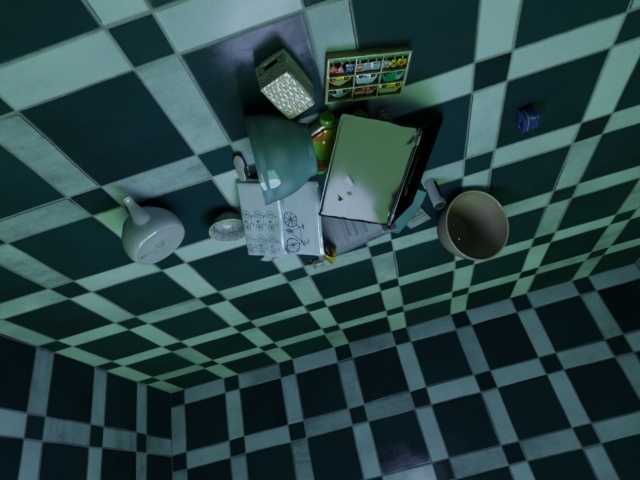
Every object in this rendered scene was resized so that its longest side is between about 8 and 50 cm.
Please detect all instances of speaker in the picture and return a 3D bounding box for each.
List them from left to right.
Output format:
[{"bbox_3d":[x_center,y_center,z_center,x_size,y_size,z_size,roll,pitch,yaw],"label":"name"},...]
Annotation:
[{"bbox_3d":[0.507,-0.206,1.919,0.055,0.136,0.055,-9,148,-6],"label":"speaker"}]

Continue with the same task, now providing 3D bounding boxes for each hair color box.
[{"bbox_3d":[0.127,-0.063,1.863,0.374,0.186,0.113,-26,169,41],"label":"hair color box"}]

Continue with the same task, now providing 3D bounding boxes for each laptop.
[{"bbox_3d":[0.225,-0.274,1.579,0.408,0.236,0.382,-38,149,-51],"label":"laptop"}]

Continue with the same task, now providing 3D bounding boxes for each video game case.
[{"bbox_3d":[0.466,-0.118,2.158,0.119,0.015,0.166,-29,146,24],"label":"video game case"}]

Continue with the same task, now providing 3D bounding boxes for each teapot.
[{"bbox_3d":[-0.670,-0.041,1.689,0.256,0.187,0.252,-52,162,23],"label":"teapot"}]

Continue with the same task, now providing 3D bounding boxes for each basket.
[{"bbox_3d":[-0.102,-0.464,1.304,0.113,0.103,0.167,-27,147,21],"label":"basket"}]

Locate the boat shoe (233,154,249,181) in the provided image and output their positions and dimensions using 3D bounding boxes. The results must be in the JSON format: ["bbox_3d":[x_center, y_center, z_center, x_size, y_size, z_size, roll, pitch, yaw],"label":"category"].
[{"bbox_3d":[-0.287,-0.272,1.599,0.046,0.038,0.125,24,148,20],"label":"boat shoe"}]

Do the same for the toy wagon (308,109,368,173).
[{"bbox_3d":[0.028,-0.345,1.576,0.343,0.068,0.267,-7,148,-12],"label":"toy wagon"}]

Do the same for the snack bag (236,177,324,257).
[{"bbox_3d":[-0.150,-0.079,1.684,0.341,0.037,0.324,4,115,17],"label":"snack bag"}]

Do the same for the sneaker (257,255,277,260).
[{"bbox_3d":[-0.206,0.029,2.075,0.092,0.088,0.228,10,149,-44],"label":"sneaker"}]

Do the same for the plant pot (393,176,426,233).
[{"bbox_3d":[0.332,-0.177,1.880,0.165,0.166,0.234,12,135,-36],"label":"plant pot"}]

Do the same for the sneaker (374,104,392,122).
[{"bbox_3d":[0.233,-0.403,1.557,0.057,0.076,0.161,-17,148,5],"label":"sneaker"}]

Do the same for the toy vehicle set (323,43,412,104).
[{"bbox_3d":[0.144,-0.523,1.370,0.266,0.035,0.166,-9,148,-7],"label":"toy vehicle set"}]

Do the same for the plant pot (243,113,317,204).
[{"bbox_3d":[-0.121,-0.279,1.418,0.196,0.293,0.293,-14,149,-7],"label":"plant pot"}]

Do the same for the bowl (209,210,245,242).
[{"bbox_3d":[-0.389,-0.070,1.838,0.169,0.080,0.170,-10,148,-7],"label":"bowl"}]

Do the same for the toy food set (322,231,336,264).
[{"bbox_3d":[0.000,0.000,1.830,0.071,0.218,0.128,-43,-174,-5],"label":"toy food set"}]

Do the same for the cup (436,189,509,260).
[{"bbox_3d":[0.703,-0.055,2.115,0.330,0.332,0.237,-5,173,-14],"label":"cup"}]

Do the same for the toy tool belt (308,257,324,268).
[{"bbox_3d":[-0.021,0.131,2.329,0.083,0.052,0.051,-14,140,2],"label":"toy tool belt"}]

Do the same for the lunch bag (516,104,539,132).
[{"bbox_3d":[0.800,-0.468,1.684,0.065,0.067,0.098,-19,149,10],"label":"lunch bag"}]
